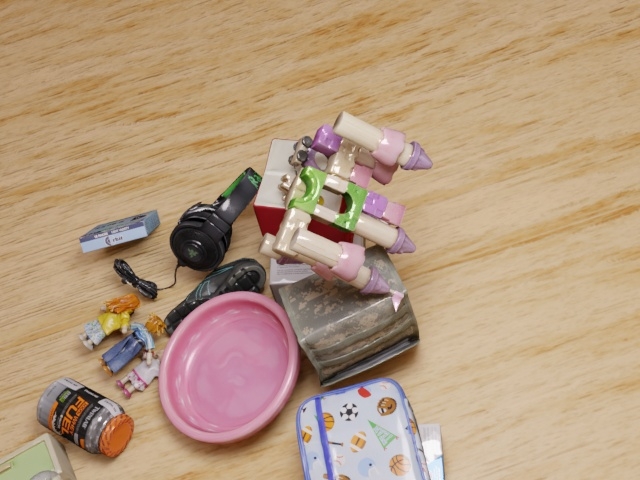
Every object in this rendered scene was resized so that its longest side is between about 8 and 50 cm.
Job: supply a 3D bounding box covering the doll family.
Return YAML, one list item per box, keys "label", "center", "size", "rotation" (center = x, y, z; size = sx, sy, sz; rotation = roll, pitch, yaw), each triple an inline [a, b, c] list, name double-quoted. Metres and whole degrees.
- label: "doll family"
  center: [-0.435, 0.214, 1.863]
  size: [0.163, 0.118, 0.263]
  rotation: [-40, 62, -11]

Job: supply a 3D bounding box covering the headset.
- label: "headset"
  center: [-0.295, -0.026, 1.917]
  size: [0.185, 0.243, 0.394]
  rotation: [40, 98, -10]

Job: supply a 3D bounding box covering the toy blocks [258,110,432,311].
- label: "toy blocks"
  center: [0.069, -0.048, 1.543]
  size: [0.260, 0.309, 0.289]
  rotation: [23, 78, -16]

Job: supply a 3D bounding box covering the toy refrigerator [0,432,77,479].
- label: "toy refrigerator"
  center: [-0.659, 0.521, 1.727]
  size: [0.269, 0.094, 0.102]
  rotation: [-29, 58, -8]

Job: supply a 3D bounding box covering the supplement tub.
- label: "supplement tub"
  center: [-0.500, 0.380, 1.773]
  size: [0.190, 0.117, 0.117]
  rotation: [21, 64, 22]

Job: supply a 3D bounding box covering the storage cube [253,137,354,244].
- label: "storage cube"
  center: [-0.024, -0.085, 1.786]
  size: [0.214, 0.193, 0.184]
  rotation: [7, 59, 12]

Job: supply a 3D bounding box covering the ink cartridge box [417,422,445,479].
- label: "ink cartridge box"
  center: [0.147, 0.442, 1.633]
  size: [0.190, 0.082, 0.140]
  rotation: [-5, 58, 7]

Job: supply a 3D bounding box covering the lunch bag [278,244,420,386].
- label: "lunch bag"
  center: [0.073, 0.179, 1.695]
  size: [0.235, 0.287, 0.169]
  rotation: [-24, 52, -1]

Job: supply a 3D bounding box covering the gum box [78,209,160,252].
- label: "gum box"
  center: [-0.480, -0.024, 2.002]
  size: [0.156, 0.184, 0.041]
  rotation: [-15, 100, 1]

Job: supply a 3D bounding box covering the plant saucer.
- label: "plant saucer"
  center: [-0.185, 0.274, 1.769]
  size: [0.332, 0.084, 0.332]
  rotation: [-12, 58, 20]

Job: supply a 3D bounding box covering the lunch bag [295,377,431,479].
- label: "lunch bag"
  center: [0.076, 0.423, 1.546]
  size: [0.243, 0.115, 0.304]
  rotation: [-15, 56, 6]

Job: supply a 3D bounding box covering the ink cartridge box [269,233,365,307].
- label: "ink cartridge box"
  center: [0.000, 0.000, 1.917]
  size: [0.211, 0.122, 0.289]
  rotation: [-2, 58, 8]

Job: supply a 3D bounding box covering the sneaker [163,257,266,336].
- label: "sneaker"
  center: [-0.243, 0.131, 1.914]
  size: [0.267, 0.101, 0.106]
  rotation: [-32, 26, -1]

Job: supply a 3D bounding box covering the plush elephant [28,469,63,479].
- label: "plush elephant"
  center: [-0.480, 0.619, 1.523]
  size: [0.255, 0.272, 0.330]
  rotation: [0, 87, 14]
